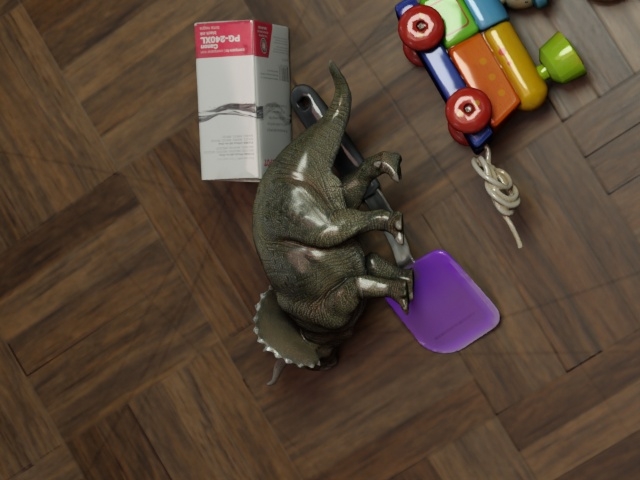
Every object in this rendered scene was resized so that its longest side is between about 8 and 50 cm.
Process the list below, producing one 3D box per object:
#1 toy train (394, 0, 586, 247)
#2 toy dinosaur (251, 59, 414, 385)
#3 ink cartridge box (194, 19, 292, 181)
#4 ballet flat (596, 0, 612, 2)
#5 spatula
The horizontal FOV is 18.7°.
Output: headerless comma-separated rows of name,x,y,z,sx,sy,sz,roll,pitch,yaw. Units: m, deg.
toy train,0.182,-0.134,1.775,0.143,0.105,0.248,-30,83,3
toy dinosaur,0.000,0.000,1.776,0.160,0.121,0.313,-5,112,8
ink cartridge box,-0.071,-0.129,1.840,0.063,0.109,0.150,-1,92,16
ballet flat,0.325,-0.289,1.731,0.232,0.073,0.080,-38,82,15
spatula,0.057,-0.024,1.845,0.084,0.030,0.296,-37,81,24
